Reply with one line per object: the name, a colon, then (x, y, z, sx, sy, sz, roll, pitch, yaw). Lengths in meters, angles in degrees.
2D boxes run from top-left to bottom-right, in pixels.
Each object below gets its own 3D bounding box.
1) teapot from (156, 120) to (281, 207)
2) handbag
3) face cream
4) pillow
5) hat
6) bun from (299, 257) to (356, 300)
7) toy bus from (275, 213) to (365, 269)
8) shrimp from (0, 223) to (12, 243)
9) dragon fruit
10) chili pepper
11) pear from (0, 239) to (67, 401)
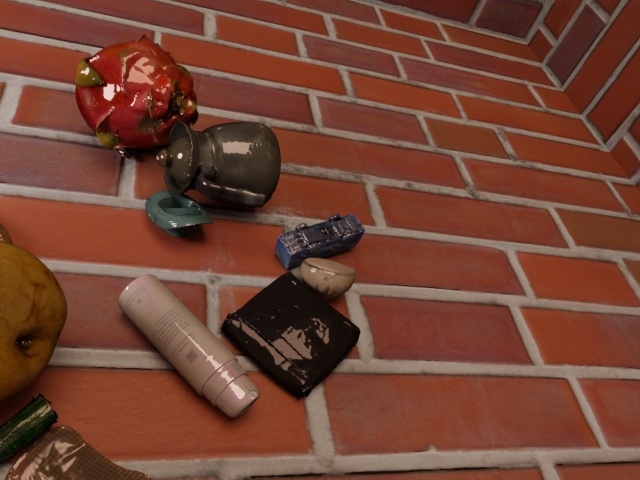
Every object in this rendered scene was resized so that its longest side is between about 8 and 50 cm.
teapot: (-0.256, -0.162, 1.405, 0.285, 0.223, 0.305, 1, 58, -33)
handbag: (-0.060, 0.196, 1.254, 0.247, 0.080, 0.223, 38, 45, 15)
face cream: (-0.258, 0.211, 1.137, 0.345, 0.102, 0.102, 42, 46, 17)
pillow: (-0.397, 0.399, 0.939, 0.211, 0.034, 0.135, 29, 45, 7)
hat: (-0.343, -0.052, 1.381, 0.138, 0.077, 0.191, -5, 31, -38)
bun: (0.012, 0.099, 1.379, 0.138, 0.094, 0.138, 13, 11, -3)
toy bus: (-0.002, -0.001, 1.465, 0.237, 0.094, 0.079, -16, 63, -33)
shrimp: (-0.749, -0.022, 1.192, 0.223, 0.047, 0.126, 37, 54, 12)
dragon fruit: (-0.450, -0.334, 1.447, 0.306, 0.305, 0.225, -16, 56, -35)
chili pepper: (-0.531, 0.342, 0.907, 0.059, 0.088, 0.227, 54, 49, -7)
pear: (-0.581, 0.130, 0.931, 0.315, 0.314, 0.314, 13, 44, -13)
